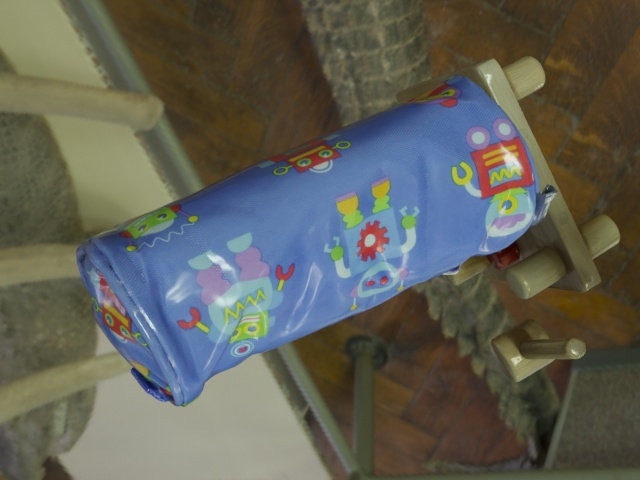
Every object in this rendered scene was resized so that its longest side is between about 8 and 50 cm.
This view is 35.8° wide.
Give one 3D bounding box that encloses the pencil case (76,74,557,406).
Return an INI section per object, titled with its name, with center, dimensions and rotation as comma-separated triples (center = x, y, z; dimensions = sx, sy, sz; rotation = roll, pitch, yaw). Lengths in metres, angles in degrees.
[pencil case]
center = 0.000, 0.000, 0.651
dimensions = 0.119, 0.306, 0.133
rotation = 30, 141, 56

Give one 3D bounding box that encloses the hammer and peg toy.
[hammer and peg toy]
center = 0.212, -0.019, 1.084
dimensions = 0.361, 0.127, 0.266
rotation = 63, 168, -7
